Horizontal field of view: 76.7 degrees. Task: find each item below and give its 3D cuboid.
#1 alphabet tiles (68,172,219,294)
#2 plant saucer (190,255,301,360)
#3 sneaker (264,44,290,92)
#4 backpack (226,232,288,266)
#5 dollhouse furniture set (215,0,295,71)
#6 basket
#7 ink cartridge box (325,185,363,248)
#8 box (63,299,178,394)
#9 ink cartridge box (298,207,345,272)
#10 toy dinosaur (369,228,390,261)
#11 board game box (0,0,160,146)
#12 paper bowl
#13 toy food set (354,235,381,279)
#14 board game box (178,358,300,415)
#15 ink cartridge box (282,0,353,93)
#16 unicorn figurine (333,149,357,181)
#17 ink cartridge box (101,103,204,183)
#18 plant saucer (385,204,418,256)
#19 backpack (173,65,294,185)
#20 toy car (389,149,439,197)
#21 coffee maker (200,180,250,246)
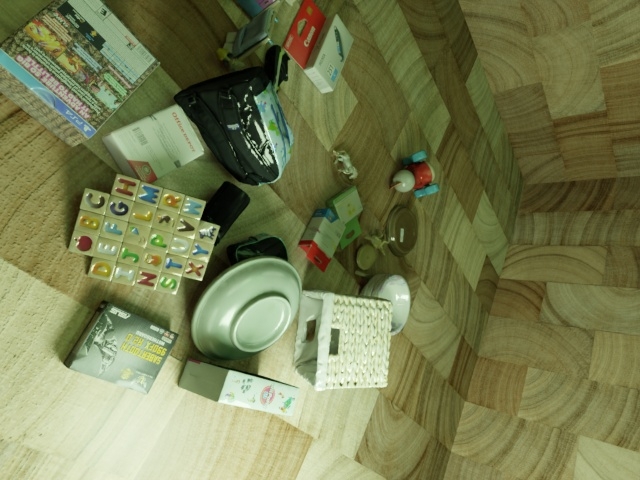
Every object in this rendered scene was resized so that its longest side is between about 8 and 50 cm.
[{"bbox_3d":[-0.461,-0.008,1.081,0.343,0.011,0.285,17,100,-24],"label":"alphabet tiles"},{"bbox_3d":[-0.207,0.244,1.302,0.401,0.101,0.400,-22,129,-30],"label":"plant saucer"},{"bbox_3d":[-0.151,-0.595,1.468,0.097,0.084,0.234,19,77,-46],"label":"sneaker"},{"bbox_3d":[-0.211,0.062,1.369,0.189,0.144,0.165,-22,107,-26],"label":"backpack"},{"bbox_3d":[-0.223,-0.731,1.244,0.198,0.287,0.303,31,57,-42],"label":"dollhouse furniture set"},{"bbox_3d":[0.071,0.352,1.489,0.267,0.331,0.328,8,83,-17],"label":"basket"},{"bbox_3d":[0.124,-0.101,1.788,0.171,0.056,0.235,-38,115,-40],"label":"ink cartridge box"},{"bbox_3d":[-0.532,0.294,1.104,0.231,0.056,0.183,42,61,-38],"label":"box"},{"bbox_3d":[0.000,0.000,1.640,0.134,0.078,0.231,46,59,-36],"label":"ink cartridge box"},{"bbox_3d":[0.293,0.010,1.981,0.093,0.053,0.183,-40,112,-21],"label":"toy dinosaur"},{"bbox_3d":[-0.587,-0.416,0.973,0.232,0.141,0.290,47,58,-36],"label":"board game box"},{"bbox_3d":[0.290,0.294,1.900,0.284,0.148,0.284,0,90,-47],"label":"paper bowl"},{"bbox_3d":[0.212,0.078,1.901,0.133,0.039,0.191,22,83,-38],"label":"toy food set"},{"bbox_3d":[-0.252,0.465,1.281,0.303,0.224,0.097,34,64,-42],"label":"board game box"},{"bbox_3d":[0.000,-0.800,1.637,0.261,0.066,0.296,37,65,-42],"label":"ink cartridge box"},{"bbox_3d":[0.114,-0.323,1.767,0.111,0.060,0.161,-24,108,-43],"label":"unicorn figurine"},{"bbox_3d":[-0.464,-0.267,1.140,0.218,0.092,0.158,-43,120,-36],"label":"ink cartridge box"},{"bbox_3d":[0.436,-0.050,2.126,0.278,0.041,0.277,-2,93,-46],"label":"plant saucer"},{"bbox_3d":[-0.226,-0.339,1.264,0.273,0.290,0.355,-64,142,-50],"label":"backpack"},{"bbox_3d":[0.438,-0.309,2.057,0.238,0.210,0.219,-22,94,-14],"label":"toy car"},{"bbox_3d":[-0.300,-0.086,1.257,0.120,0.171,0.178,47,58,-29],"label":"coffee maker"}]
